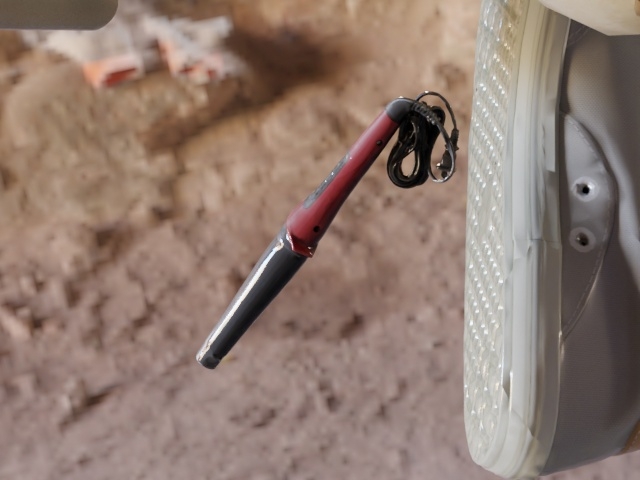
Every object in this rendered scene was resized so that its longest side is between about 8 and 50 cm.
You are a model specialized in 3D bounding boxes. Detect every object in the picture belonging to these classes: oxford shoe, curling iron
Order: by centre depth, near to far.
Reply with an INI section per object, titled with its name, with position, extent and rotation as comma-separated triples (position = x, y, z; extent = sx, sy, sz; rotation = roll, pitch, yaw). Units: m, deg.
[oxford shoe]
position = 0.161, -0.069, 1.127
extent = 0.130, 0.169, 0.449
rotation = 6, 65, -5
[curling iron]
position = 0.000, 0.000, 1.360
extent = 0.274, 0.068, 0.035
rotation = -45, 3, 19

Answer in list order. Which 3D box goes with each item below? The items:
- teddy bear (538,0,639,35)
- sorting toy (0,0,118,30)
[teddy bear]
position = 0.083, -0.156, 0.289
extent = 0.245, 0.338, 0.113
rotation = 2, 53, -15
[sorting toy]
position = -0.216, -0.216, 1.085
extent = 0.038, 0.208, 0.193
rotation = -36, -15, 31
